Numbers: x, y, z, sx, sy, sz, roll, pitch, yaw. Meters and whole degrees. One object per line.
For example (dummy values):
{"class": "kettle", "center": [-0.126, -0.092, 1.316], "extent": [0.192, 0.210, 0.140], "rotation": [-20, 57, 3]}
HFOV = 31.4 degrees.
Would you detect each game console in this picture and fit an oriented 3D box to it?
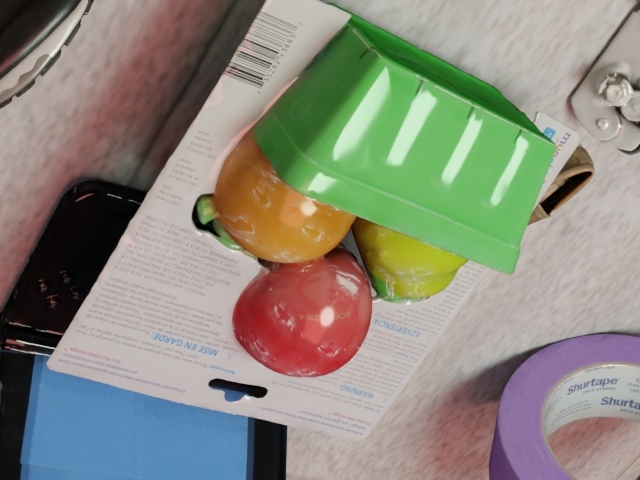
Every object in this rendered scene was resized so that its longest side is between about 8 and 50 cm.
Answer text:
{"class": "game console", "center": [-0.115, 0.120, 0.974], "extent": [0.293, 0.173, 0.250], "rotation": [15, 122, -33]}

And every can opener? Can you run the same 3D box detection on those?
{"class": "can opener", "center": [0.311, -0.196, 0.954], "extent": [0.093, 0.074, 0.280], "rotation": [-23, 149, -54]}

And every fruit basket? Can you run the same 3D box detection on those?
{"class": "fruit basket", "center": [0.000, 0.000, 0.917], "extent": [0.327, 0.165, 0.353], "rotation": [19, 120, -34]}

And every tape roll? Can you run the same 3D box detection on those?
{"class": "tape roll", "center": [0.314, 0.224, 1.167], "extent": [0.274, 0.275, 0.090], "rotation": [-11, 133, -13]}

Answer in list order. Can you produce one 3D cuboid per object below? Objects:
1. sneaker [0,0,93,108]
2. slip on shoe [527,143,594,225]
{"class": "sneaker", "center": [-0.282, -0.129, 0.739], "extent": [0.283, 0.107, 0.124], "rotation": [-32, 128, 7]}
{"class": "slip on shoe", "center": [0.195, -0.035, 1.054], "extent": [0.135, 0.041, 0.051], "rotation": [-39, 132, 13]}
